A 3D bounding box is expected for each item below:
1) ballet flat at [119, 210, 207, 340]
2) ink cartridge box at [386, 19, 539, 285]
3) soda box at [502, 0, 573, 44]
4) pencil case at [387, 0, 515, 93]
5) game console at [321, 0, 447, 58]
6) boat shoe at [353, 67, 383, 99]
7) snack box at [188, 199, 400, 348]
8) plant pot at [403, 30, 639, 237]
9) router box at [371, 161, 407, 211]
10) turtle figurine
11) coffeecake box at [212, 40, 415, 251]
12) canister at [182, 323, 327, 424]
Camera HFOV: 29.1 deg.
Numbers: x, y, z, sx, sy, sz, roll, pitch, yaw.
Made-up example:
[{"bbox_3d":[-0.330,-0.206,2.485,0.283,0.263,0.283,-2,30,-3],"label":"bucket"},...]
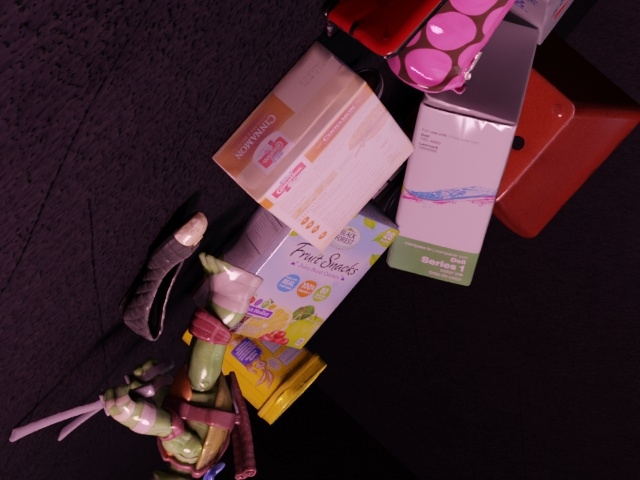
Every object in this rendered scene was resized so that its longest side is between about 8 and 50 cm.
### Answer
[{"bbox_3d":[-0.143,0.032,1.184,0.057,0.049,0.173,-42,171,-47],"label":"ballet flat"},{"bbox_3d":[0.176,-0.115,1.539,0.278,0.117,0.201,99,8,-46],"label":"ink cartridge box"},{"bbox_3d":[0.255,-0.319,1.478,0.091,0.098,0.286,-54,173,4],"label":"soda box"},{"bbox_3d":[0.151,-0.244,1.270,0.095,0.098,0.209,-42,171,-38],"label":"pencil case"},{"bbox_3d":[0.077,-0.215,1.046,0.144,0.124,0.085,-48,147,-1],"label":"game console"},{"bbox_3d":[0.019,-0.139,1.249,0.142,0.049,0.040,-41,170,-33],"label":"boat shoe"},{"bbox_3d":[-0.030,0.026,1.492,0.174,0.070,0.207,18,115,-50],"label":"snack box"},{"bbox_3d":[0.274,-0.176,1.805,0.267,0.267,0.235,-50,166,17],"label":"plant pot"},{"bbox_3d":[0.000,0.000,1.767,0.243,0.081,0.309,-46,173,-16],"label":"router box"},{"bbox_3d":[-0.182,0.135,1.318,0.198,0.274,0.266,36,76,-61],"label":"turtle figurine"},{"bbox_3d":[-0.001,-0.083,1.159,0.142,0.068,0.185,-48,157,1],"label":"coffeecake box"},{"bbox_3d":[-0.091,0.152,1.684,0.126,0.170,0.073,-39,169,-52],"label":"canister"}]
